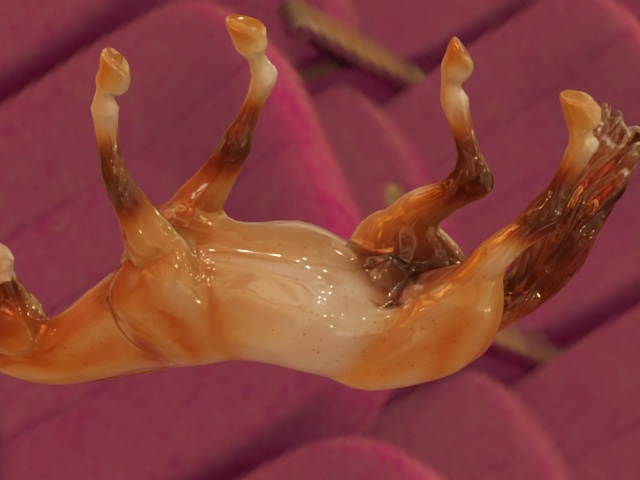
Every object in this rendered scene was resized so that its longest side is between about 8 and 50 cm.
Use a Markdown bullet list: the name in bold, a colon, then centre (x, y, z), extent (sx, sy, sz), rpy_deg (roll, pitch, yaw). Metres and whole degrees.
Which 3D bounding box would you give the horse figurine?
- **horse figurine**: centre (0.000, 0.000, 0.722), extent (0.263, 0.174, 0.066), rpy_deg (2, 39, -17)
